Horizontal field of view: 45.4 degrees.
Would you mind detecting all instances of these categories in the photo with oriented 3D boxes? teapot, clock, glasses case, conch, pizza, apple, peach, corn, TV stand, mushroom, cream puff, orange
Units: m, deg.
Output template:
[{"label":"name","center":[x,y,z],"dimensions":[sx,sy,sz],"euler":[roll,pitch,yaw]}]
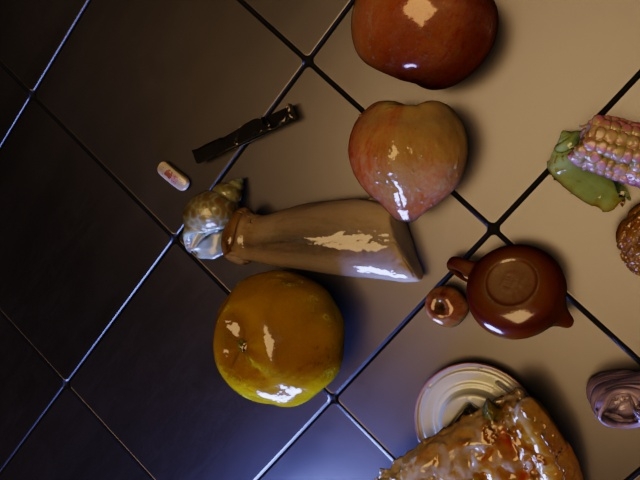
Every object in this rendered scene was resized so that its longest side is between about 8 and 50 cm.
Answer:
[{"label":"teapot","center":[0.344,0.095,1.408],"dimensions":[0.252,0.135,0.178],"euler":[25,72,35]},{"label":"clock","center":[0.303,0.355,1.492],"dimensions":[0.245,0.056,0.244],"euler":[4,100,21]},{"label":"glasses case","center":[-0.324,-0.142,1.684],"dimensions":[0.083,0.021,0.032],"euler":[38,108,12]},{"label":"conch","center":[-0.234,-0.047,1.624],"dimensions":[0.116,0.106,0.172],"euler":[12,117,12]},{"label":"conch","center":[0.465,-0.117,1.350],"dimensions":[0.106,0.079,0.170],"euler":[-35,88,36]},{"label":"pizza","center":[0.344,0.460,1.430],"dimensions":[0.435,0.080,0.391],"euler":[25,114,6]},{"label":"apple","center":[0.177,-0.380,1.345],"dimensions":[0.254,0.253,0.253],"euler":[3,99,21]},{"label":"apple","center":[0.244,0.127,1.474],"dimensions":[0.084,0.071,0.083],"euler":[0,91,25]},{"label":"peach","center":[0.160,-0.144,1.396],"dimensions":[0.233,0.232,0.232],"euler":[3,99,21]},{"label":"corn","center":[0.579,-0.121,1.250],"dimensions":[0.335,0.126,0.126],"euler":[16,103,8]},{"label":"TV stand","center":[-0.160,-0.221,1.597],"dimensions":[0.249,0.042,0.036],"euler":[-21,92,23]},{"label":"mushroom","center":[0.002,-0.008,1.519],"dimensions":[0.408,0.137,0.154],"euler":[5,112,15]},{"label":"cream puff","center":[0.575,-0.003,1.304],"dimensions":[0.126,0.103,0.144],"euler":[38,112,11]},{"label":"orange","center":[-0.087,0.196,1.525],"dimensions":[0.279,0.235,0.279],"euler":[3,97,26]}]

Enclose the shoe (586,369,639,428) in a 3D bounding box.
[{"label":"shoe","center":[0.586,0.274,1.323],"dimensions":[0.245,0.137,0.095],"euler":[-9,99,23]}]
